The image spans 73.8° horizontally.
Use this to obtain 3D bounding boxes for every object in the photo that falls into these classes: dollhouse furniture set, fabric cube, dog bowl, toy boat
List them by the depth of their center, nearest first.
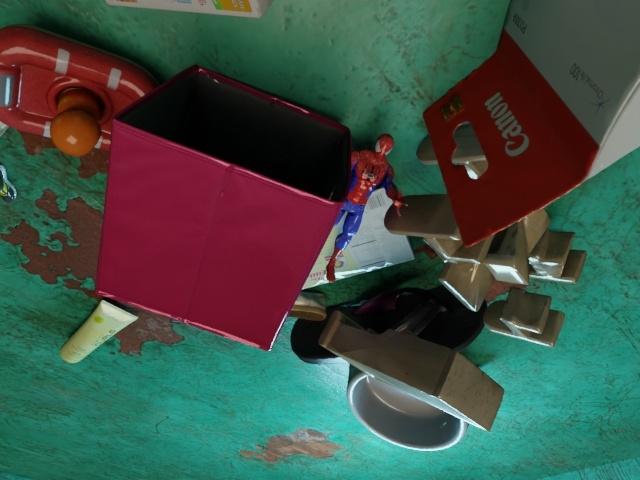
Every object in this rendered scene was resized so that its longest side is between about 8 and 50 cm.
[{"bbox_3d":[-0.324,-0.173,0.578,0.231,0.151,0.151,9,137,-33],"label":"toy boat"},{"bbox_3d":[-0.124,-0.050,0.603,0.259,0.254,0.258,20,123,-8],"label":"fabric cube"},{"bbox_3d":[0.217,0.070,0.742,0.362,0.394,0.257,40,161,-33],"label":"dollhouse furniture set"},{"bbox_3d":[0.226,0.407,1.109,0.349,0.102,0.348,12,125,18],"label":"dog bowl"}]

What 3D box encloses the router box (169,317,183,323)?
[{"bbox_3d":[-0.291,0.156,0.994,0.123,0.038,0.092,6,135,-6],"label":"router box"}]

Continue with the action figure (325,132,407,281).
[{"bbox_3d":[0.046,-0.032,0.673,0.092,0.139,0.280,21,121,-10],"label":"action figure"}]

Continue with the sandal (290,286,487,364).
[{"bbox_3d":[0.136,0.184,0.931,0.446,0.167,0.107,-13,137,13],"label":"sandal"}]

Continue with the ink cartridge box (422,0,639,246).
[{"bbox_3d":[0.257,-0.214,0.449,0.091,0.308,0.385,32,127,-27],"label":"ink cartridge box"}]

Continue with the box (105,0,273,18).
[{"bbox_3d":[-0.142,-0.312,0.428,0.203,0.103,0.114,15,156,17],"label":"box"}]

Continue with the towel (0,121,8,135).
[{"bbox_3d":[-0.602,-0.222,0.627,0.325,0.038,0.248,-28,127,25],"label":"towel"}]

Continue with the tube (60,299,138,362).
[{"bbox_3d":[-0.557,0.225,1.050,0.240,0.062,0.070,-36,165,24],"label":"tube"}]

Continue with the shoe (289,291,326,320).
[{"bbox_3d":[-0.094,0.138,0.973,0.219,0.058,0.076,8,154,-3],"label":"shoe"}]

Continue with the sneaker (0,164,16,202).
[{"bbox_3d":[-0.568,-0.096,0.749,0.031,0.035,0.083,4,134,-3],"label":"sneaker"}]

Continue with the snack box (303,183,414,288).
[{"bbox_3d":[0.000,0.000,0.827,0.322,0.060,0.187,-17,130,15],"label":"snack box"}]
